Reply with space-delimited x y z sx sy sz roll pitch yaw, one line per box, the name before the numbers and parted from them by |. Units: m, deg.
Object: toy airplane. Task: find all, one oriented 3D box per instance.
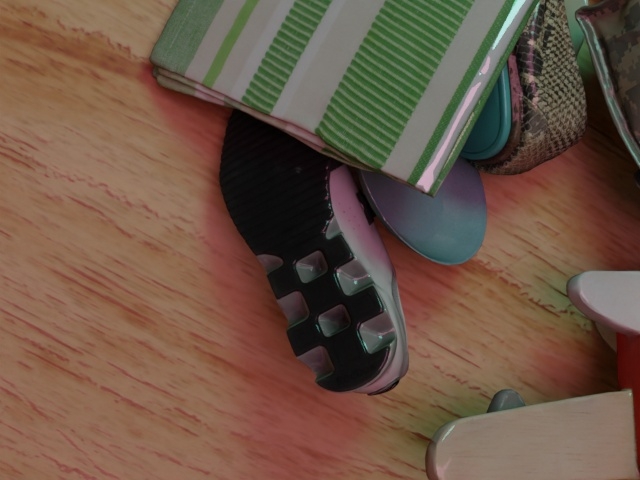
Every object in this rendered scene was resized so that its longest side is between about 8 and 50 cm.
toy airplane | 0.333 0.214 1.029 0.386 0.272 0.384 36 52 9

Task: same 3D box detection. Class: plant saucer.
plant saucer | 0.091 -0.061 1.036 0.195 0.037 0.194 25 52 -37

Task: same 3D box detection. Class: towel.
towel | 0.018 -0.203 0.976 0.325 0.038 0.247 26 85 23

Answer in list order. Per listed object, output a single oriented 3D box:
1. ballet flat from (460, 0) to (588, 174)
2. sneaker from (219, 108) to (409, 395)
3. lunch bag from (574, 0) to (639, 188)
ballet flat | 0.181 -0.311 1.050 0.182 0.164 0.482 -16 99 -33
sneaker | 0.000 0.000 1.025 0.123 0.146 0.330 -23 71 16
lunch bag | 0.416 -0.130 1.026 0.235 0.169 0.286 -15 83 -36
